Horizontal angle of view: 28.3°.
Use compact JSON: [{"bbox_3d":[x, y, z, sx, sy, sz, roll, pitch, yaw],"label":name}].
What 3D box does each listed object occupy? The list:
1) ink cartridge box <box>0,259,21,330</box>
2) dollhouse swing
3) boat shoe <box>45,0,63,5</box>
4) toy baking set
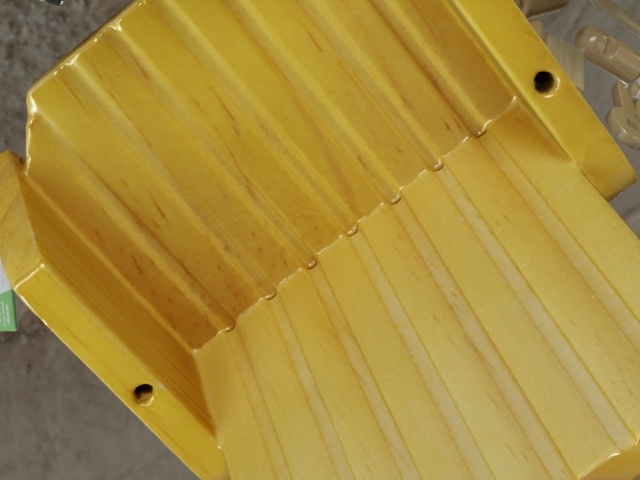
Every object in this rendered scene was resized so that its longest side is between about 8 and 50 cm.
[{"bbox_3d":[-0.515,0.036,1.685,0.219,0.092,0.160,0,129,-6],"label":"ink cartridge box"},{"bbox_3d":[0.000,0.000,0.745,0.347,0.315,0.305,-37,-159,9],"label":"dollhouse swing"},{"bbox_3d":[-0.407,-0.434,1.574,0.158,0.340,0.127,17,120,-42],"label":"boat shoe"},{"bbox_3d":[0.227,-0.134,0.986,0.030,0.197,0.256,-49,170,35],"label":"toy baking set"}]
